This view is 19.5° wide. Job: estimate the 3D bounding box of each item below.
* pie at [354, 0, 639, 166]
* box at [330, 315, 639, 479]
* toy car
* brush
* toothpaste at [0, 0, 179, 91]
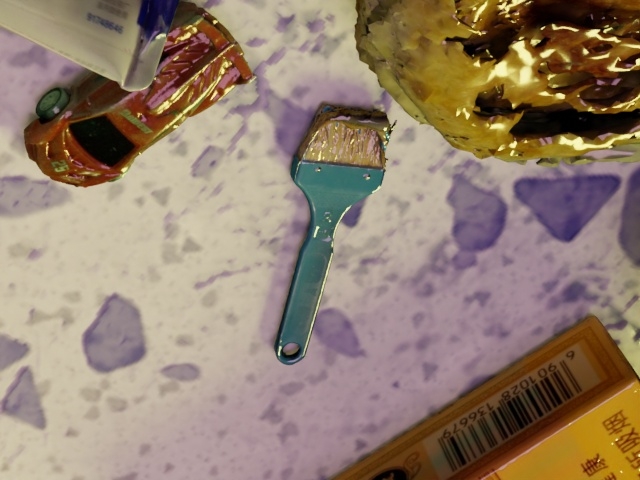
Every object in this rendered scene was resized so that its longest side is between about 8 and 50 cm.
[{"bbox_3d":[0.144,-0.120,0.879,0.308,0.085,0.308,-4,153,-2],"label":"pie"},{"bbox_3d":[0.100,0.190,1.130,0.274,0.076,0.174,-33,122,6],"label":"box"},{"bbox_3d":[-0.095,-0.070,0.941,0.122,0.035,0.059,-38,127,7],"label":"toy car"},{"bbox_3d":[0.000,0.000,1.023,0.051,0.014,0.164,5,120,-17],"label":"brush"},{"bbox_3d":[-0.205,-0.165,0.837,0.323,0.066,0.100,20,86,-27],"label":"toothpaste"}]
